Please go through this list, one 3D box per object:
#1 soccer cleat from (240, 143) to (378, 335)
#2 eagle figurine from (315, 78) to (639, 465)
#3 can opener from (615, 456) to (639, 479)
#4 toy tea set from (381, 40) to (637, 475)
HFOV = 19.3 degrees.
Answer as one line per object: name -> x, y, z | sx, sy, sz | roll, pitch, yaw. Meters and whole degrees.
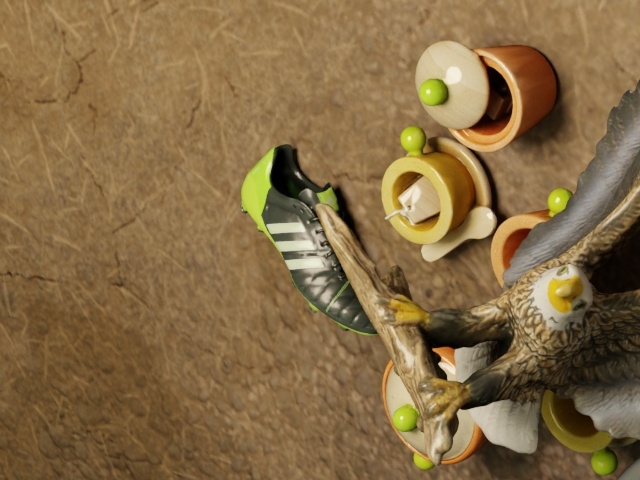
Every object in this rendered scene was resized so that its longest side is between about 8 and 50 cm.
soccer cleat -> 0.000, 0.000, 1.518 | 0.179, 0.060, 0.072 | 50, 132, 21
eagle figurine -> 0.182, 0.029, 1.216 | 0.225, 0.298, 0.226 | -112, -3, -67
can opener -> 0.304, 0.109, 1.255 | 0.074, 0.093, 0.280 | 50, 129, 18
toy tea set -> 0.109, 0.023, 1.375 | 0.200, 0.124, 0.336 | -9, 100, 45
